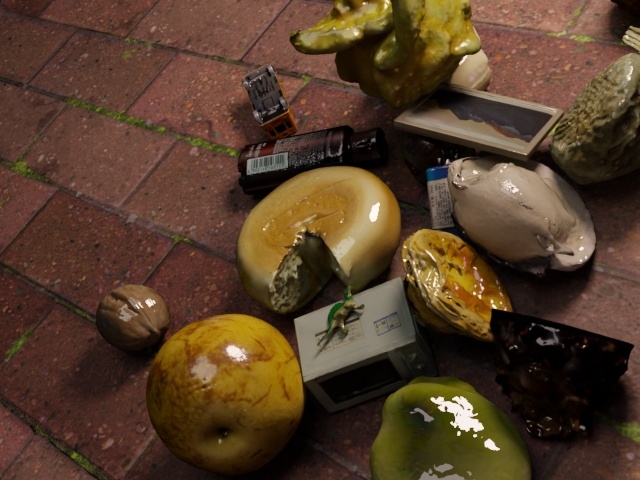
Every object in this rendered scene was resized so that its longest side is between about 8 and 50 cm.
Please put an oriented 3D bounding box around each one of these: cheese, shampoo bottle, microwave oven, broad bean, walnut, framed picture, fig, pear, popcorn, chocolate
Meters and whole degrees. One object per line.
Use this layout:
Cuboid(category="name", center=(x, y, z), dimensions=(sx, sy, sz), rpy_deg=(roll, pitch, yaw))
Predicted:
Cuboid(category="cheese", center=(0.232, -0.364, 1.992), dimensions=(0.233, 0.127, 0.266), rpy_deg=(-22, 45, 12))
Cuboid(category="shampoo bottle", center=(-0.017, -0.177, 2.013), dimensions=(0.323, 0.084, 0.129), rpy_deg=(-10, 53, 22))
Cuboid(category="microwave oven", center=(0.078, 0.182, 1.625), dimensions=(0.208, 0.122, 0.162), rpy_deg=(-22, 45, 12))
Cuboid(category="broad bean", center=(0.189, 0.333, 1.438), dimensions=(0.238, 0.119, 0.291), rpy_deg=(-29, 46, -7))
Cuboid(category="walnut", center=(-0.381, 0.156, 1.911), dimensions=(0.162, 0.140, 0.140), rpy_deg=(28, 70, 32))
Cuboid(category="framed picture", center=(0.296, -0.227, 1.757), dimensions=(0.265, 0.018, 0.192), rpy_deg=(18, 40, 26))
Cuboid(category="shampoo bottle", center=(0.242, -0.078, 1.731), dimensions=(0.087, 0.050, 0.183), rpy_deg=(-7, 88, 15))
Cuboid(category="fig", center=(0.277, -0.199, 1.834), dimensions=(0.245, 0.149, 0.149), rpy_deg=(-29, 43, -11))
Cuboid(category="pear", center=(-0.156, 0.255, 1.596), dimensions=(0.280, 0.281, 0.281), rpy_deg=(-16, 47, 18))
Cuboid(category="popcorn", center=(0.144, -0.398, 1.770), dimensions=(0.321, 0.290, 0.325), rpy_deg=(-51, 4, -17))
Cuboid(category="chocolate", center=(0.341, 0.213, 1.423), dimensions=(0.224, 0.206, 0.177), rpy_deg=(12, 90, 54))

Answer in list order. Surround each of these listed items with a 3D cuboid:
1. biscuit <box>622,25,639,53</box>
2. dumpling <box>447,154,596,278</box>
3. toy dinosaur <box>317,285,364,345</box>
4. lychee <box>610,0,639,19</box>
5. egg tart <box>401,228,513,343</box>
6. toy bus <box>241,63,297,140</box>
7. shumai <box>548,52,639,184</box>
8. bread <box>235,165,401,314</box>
Cuboid(category="biscuit", center=(0.651, -0.338, 1.701), dimensions=(0.121, 0.199, 0.040), rpy_deg=(47, 127, 47))
Cuboid(category="dumpling", center=(0.347, -0.042, 1.651), dimensions=(0.293, 0.204, 0.163), rpy_deg=(38, 113, 21))
Cuboid(category="toy dinosaur", center=(0.029, 0.131, 1.596), dimensions=(0.120, 0.029, 0.060), rpy_deg=(-54, 32, -12))
Cuboid(category="lychee", center=(0.662, -0.535, 1.816), dimensions=(0.236, 0.236, 0.271), rpy_deg=(-37, 66, -2))
Cuboid(category="egg tart", center=(0.219, 0.085, 1.575), dimensions=(0.106, 0.241, 0.241), rpy_deg=(-46, 37, 30))
Cuboid(category="toy bus", center=(-0.117, -0.322, 2.190), dimensions=(0.083, 0.088, 0.194), rpy_deg=(-27, 47, 8))
Cuboid(category="shumai", center=(0.541, -0.178, 1.652), dimensions=(0.261, 0.222, 0.225), rpy_deg=(-47, 14, 41))
Cuboid(category="bread", center=(0.000, 0.000, 1.798), dimensions=(0.333, 0.160, 0.333), rpy_deg=(-15, 47, 17))
